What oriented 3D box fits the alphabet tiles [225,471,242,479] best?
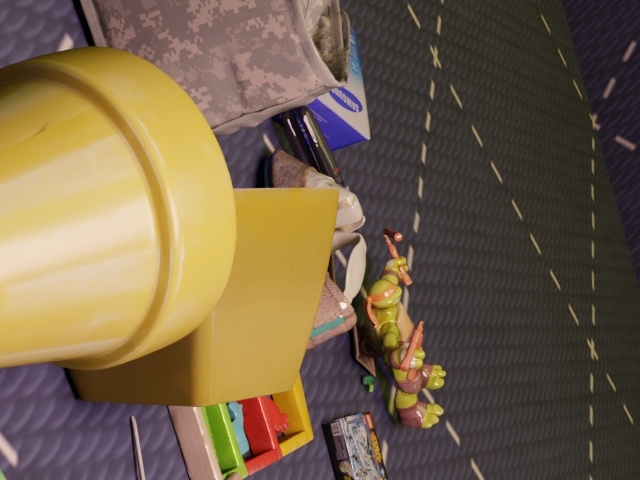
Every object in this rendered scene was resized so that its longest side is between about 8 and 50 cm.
[{"bbox_3d":[-0.055,0.413,1.637,0.285,0.011,0.342,-51,125,-62],"label":"alphabet tiles"}]

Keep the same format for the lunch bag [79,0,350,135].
[{"bbox_3d":[-0.110,-0.245,1.729,0.169,0.235,0.287,3,71,-69],"label":"lunch bag"}]

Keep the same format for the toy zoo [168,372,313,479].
[{"bbox_3d":[-0.083,0.143,1.781,0.293,0.030,0.192,-15,88,-67],"label":"toy zoo"}]

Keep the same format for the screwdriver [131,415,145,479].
[{"bbox_3d":[-0.156,0.240,1.550,0.024,0.025,0.170,32,46,-58],"label":"screwdriver"}]

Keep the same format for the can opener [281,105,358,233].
[{"bbox_3d":[0.001,-0.079,2.081,0.073,0.059,0.186,-55,134,-62],"label":"can opener"}]

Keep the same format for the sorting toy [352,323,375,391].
[{"bbox_3d":[0.053,0.146,2.119,0.062,0.012,0.083,52,27,-51],"label":"sorting toy"}]

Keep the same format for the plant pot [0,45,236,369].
[{"bbox_3d":[-0.233,-0.006,1.298,0.239,0.254,0.254,-23,96,-51],"label":"plant pot"}]

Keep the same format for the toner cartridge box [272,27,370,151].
[{"bbox_3d":[-0.053,-0.245,2.073,0.348,0.075,0.165,33,46,-58],"label":"toner cartridge box"}]

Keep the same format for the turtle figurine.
[{"bbox_3d":[0.095,0.130,2.097,0.269,0.087,0.217,-99,171,-54],"label":"turtle figurine"}]

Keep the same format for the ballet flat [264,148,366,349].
[{"bbox_3d":[0.000,0.000,1.933,0.316,0.106,0.107,-95,161,-46],"label":"ballet flat"}]

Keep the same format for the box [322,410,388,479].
[{"bbox_3d":[0.047,0.273,1.995,0.094,0.027,0.137,0,75,-65],"label":"box"}]

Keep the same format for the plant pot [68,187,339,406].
[{"bbox_3d":[-0.121,0.049,1.525,0.212,0.212,0.187,-3,91,-56],"label":"plant pot"}]

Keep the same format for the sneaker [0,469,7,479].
[{"bbox_3d":[-0.204,0.273,1.304,0.295,0.109,0.123,59,30,-29],"label":"sneaker"}]
